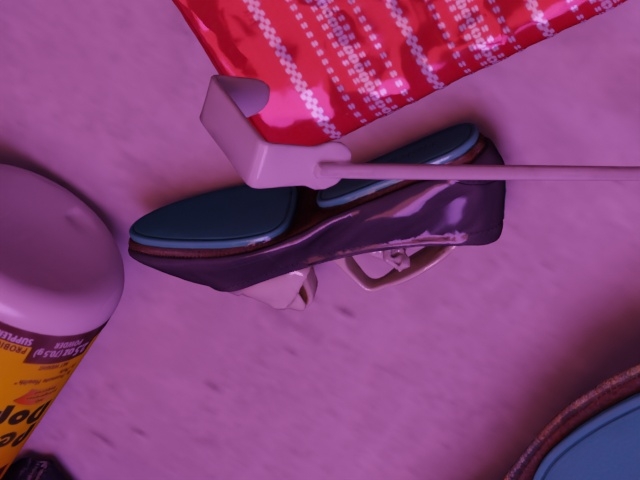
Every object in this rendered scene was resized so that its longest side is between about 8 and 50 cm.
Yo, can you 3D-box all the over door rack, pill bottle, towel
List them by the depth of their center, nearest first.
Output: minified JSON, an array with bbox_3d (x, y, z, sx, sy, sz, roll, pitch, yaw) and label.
[{"bbox_3d":[0.138,-0.102,0.575,0.324,0.108,0.240,6,122,-21],"label":"over door rack"},{"bbox_3d":[0.042,-0.167,0.677,0.274,0.031,0.199,-24,109,25],"label":"towel"},{"bbox_3d":[-0.203,0.069,0.814,0.117,0.117,0.215,35,120,-4],"label":"pill bottle"}]

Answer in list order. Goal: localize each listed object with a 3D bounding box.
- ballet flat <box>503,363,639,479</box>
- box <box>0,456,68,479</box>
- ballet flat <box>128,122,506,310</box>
[{"bbox_3d":[0.138,0.147,0.766,0.123,0.123,0.348,39,116,-6],"label":"ballet flat"},{"bbox_3d":[-0.190,0.471,0.814,0.297,0.472,0.480,-29,106,27],"label":"box"},{"bbox_3d":[0.000,0.000,0.753,0.203,0.074,0.074,-15,112,19],"label":"ballet flat"}]
